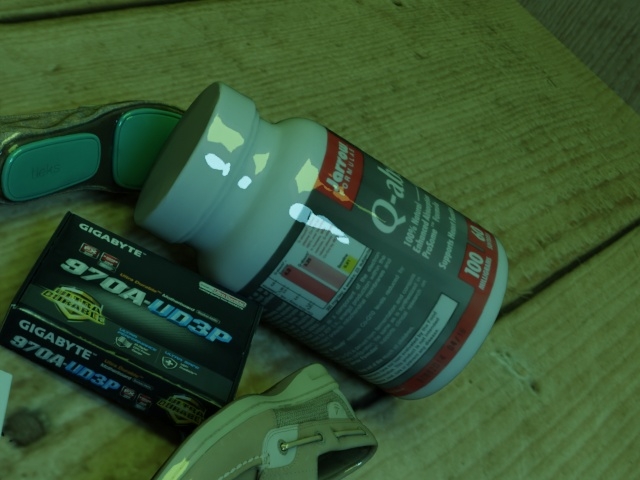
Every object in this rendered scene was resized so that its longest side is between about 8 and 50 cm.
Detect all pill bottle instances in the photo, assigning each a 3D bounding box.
[{"bbox_3d":[0.000,0.000,1.444,0.363,0.210,0.210,31,31,-18],"label":"pill bottle"}]

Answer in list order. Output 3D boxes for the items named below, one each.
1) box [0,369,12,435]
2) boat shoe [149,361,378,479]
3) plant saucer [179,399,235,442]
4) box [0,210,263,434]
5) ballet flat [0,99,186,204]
[{"bbox_3d":[-0.322,0.144,1.059,0.137,0.072,0.126,26,33,-21],"label":"box"},{"bbox_3d":[-0.050,0.202,1.186,0.110,0.122,0.341,44,30,12],"label":"boat shoe"},{"bbox_3d":[-0.101,0.200,1.274,0.067,0.018,0.192,19,36,-30],"label":"plant saucer"},{"bbox_3d":[-0.175,0.079,1.302,0.220,0.051,0.175,27,31,-6],"label":"box"},{"bbox_3d":[-0.252,-0.106,1.451,0.106,0.108,0.316,23,18,33],"label":"ballet flat"}]
